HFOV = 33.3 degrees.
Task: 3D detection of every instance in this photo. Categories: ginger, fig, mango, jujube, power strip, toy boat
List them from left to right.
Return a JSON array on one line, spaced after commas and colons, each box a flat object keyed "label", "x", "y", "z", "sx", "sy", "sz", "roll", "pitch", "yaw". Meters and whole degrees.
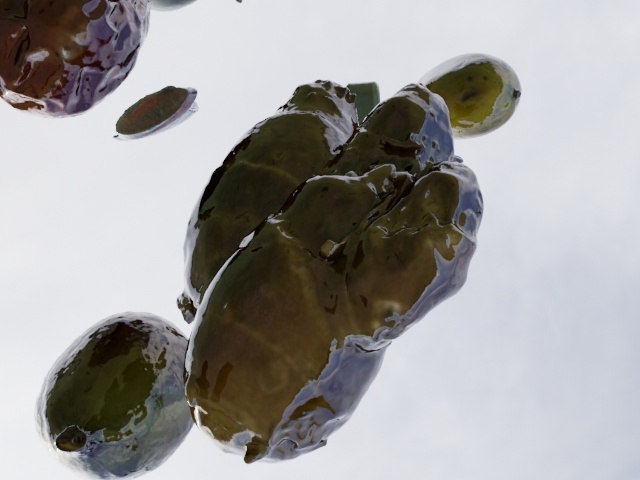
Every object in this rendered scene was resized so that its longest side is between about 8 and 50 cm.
[{"label": "jujube", "x": -0.269, "y": -0.232, "z": 1.145, "sx": 0.174, "sy": 0.174, "sz": 0.250, "roll": -30, "pitch": -160, "yaw": 18}, {"label": "fig", "x": -0.197, "y": 0.160, "z": 0.988, "sx": 0.170, "sy": 0.274, "sz": 0.145, "roll": -40, "pitch": -87, "yaw": 5}, {"label": "toy boat", "x": -0.154, "y": -0.121, "z": 1.071, "sx": 0.096, "sy": 0.122, "sz": 0.034, "roll": -29, "pitch": -93, "yaw": 7}, {"label": "ginger", "x": -0.004, "y": -0.005, "z": 0.867, "sx": 0.274, "sy": 0.152, "sz": 0.357, "roll": -48, "pitch": -154, "yaw": 23}, {"label": "power strip", "x": 0.065, "y": -0.096, "z": 1.614, "sx": 0.059, "sy": 0.193, "sz": 0.264, "roll": -2, "pitch": -93, "yaw": -2}, {"label": "mango", "x": 0.146, "y": -0.153, "z": 1.128, "sx": 0.103, "sy": 0.076, "sz": 0.161, "roll": -41, "pitch": -159, "yaw": -11}]

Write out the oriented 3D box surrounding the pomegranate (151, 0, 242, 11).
[{"label": "pomegranate", "x": -0.181, "y": -0.385, "z": 1.456, "sx": 0.191, "sy": 0.131, "sz": 0.152, "roll": -7, "pitch": -115, "yaw": -19}]
